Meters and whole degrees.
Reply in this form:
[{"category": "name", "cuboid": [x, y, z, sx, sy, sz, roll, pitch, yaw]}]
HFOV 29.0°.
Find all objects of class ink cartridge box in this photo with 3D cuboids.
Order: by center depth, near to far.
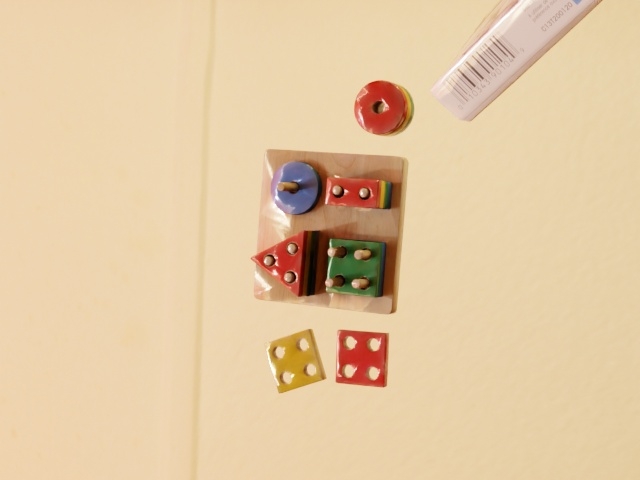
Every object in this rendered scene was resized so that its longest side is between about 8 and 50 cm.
[{"category": "ink cartridge box", "cuboid": [0.187, -0.202, 0.910, 0.045, 0.206, 0.208, 43, -141, -4]}]

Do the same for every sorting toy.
[{"category": "sorting toy", "cuboid": [0.000, 0.000, 1.046, 0.132, 0.046, 0.274, 6, -87, 25]}]
